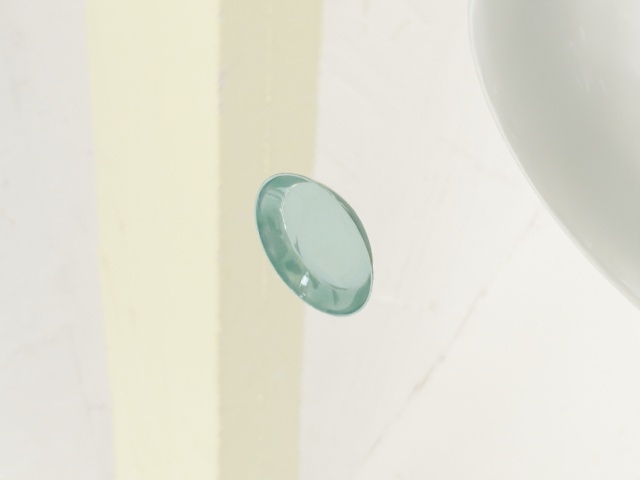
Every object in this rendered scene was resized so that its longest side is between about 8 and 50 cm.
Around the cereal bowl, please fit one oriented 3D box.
[{"bbox_3d":[0.247,-0.071,0.722,0.141,0.339,0.339,-39,-36,-15],"label":"cereal bowl"}]

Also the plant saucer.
[{"bbox_3d":[0.000,0.000,0.938,0.021,0.119,0.119,-33,-40,-35],"label":"plant saucer"}]
